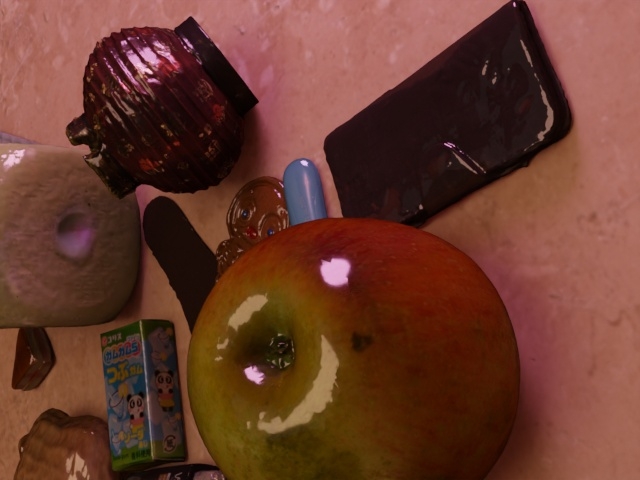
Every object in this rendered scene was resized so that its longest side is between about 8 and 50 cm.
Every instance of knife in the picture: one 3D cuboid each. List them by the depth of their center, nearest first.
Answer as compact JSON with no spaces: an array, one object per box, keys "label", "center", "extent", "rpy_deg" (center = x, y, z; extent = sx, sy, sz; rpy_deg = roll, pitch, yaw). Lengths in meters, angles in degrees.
[{"label":"knife","center":[0.000,0.000,1.422],"extent":[0.064,0.031,0.222],"rpy_deg":[-24,67,16]}]

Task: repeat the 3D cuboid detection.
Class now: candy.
[{"label":"candy","center":[-0.243,0.212,1.610],"extent":[0.097,0.062,0.194],"rpy_deg":[-20,71,41]}]

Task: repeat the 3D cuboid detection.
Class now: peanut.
[{"label":"peanut","center":[-0.367,0.337,1.682],"extent":[0.233,0.110,0.197],"rpy_deg":[9,92,42]}]

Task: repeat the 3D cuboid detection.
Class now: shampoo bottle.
[{"label":"shampoo bottle","center":[-0.176,0.323,1.538],"extent":[0.207,0.063,0.057],"rpy_deg":[-17,64,43]}]

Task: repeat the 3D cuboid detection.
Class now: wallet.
[{"label":"wallet","center":[0.128,-0.120,1.304],"extent":[0.309,0.042,0.165],"rpy_deg":[-31,64,37]}]

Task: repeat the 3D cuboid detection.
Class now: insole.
[{"label":"insole","center":[-0.163,0.061,1.586],"extent":[0.111,0.007,0.328],"rpy_deg":[-51,55,25]}]

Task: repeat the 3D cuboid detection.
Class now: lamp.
[{"label":"lamp","center":[-0.205,-0.163,1.495],"extent":[0.247,0.247,0.247],"rpy_deg":[-5,82,43]}]

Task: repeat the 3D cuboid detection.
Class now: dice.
[{"label":"dice","center":[-0.418,0.000,1.663],"extent":[0.250,0.254,0.252],"rpy_deg":[-3,85,44]}]

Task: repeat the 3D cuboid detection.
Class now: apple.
[{"label":"apple","center":[0.026,0.135,1.199],"extent":[0.339,0.339,0.339],"rpy_deg":[-5,82,43]}]

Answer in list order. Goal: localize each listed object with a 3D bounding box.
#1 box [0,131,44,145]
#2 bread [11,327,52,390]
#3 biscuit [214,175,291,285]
[{"label":"box","center":[-0.572,-0.052,1.918],"extent":[0.336,0.106,0.264],"rpy_deg":[18,98,44]},{"label":"bread","center":[-0.440,0.180,1.811],"extent":[0.062,0.043,0.109],"rpy_deg":[3,87,46]},{"label":"biscuit","center":[-0.085,0.003,1.500],"extent":[0.124,0.026,0.175],"rpy_deg":[33,107,40]}]
